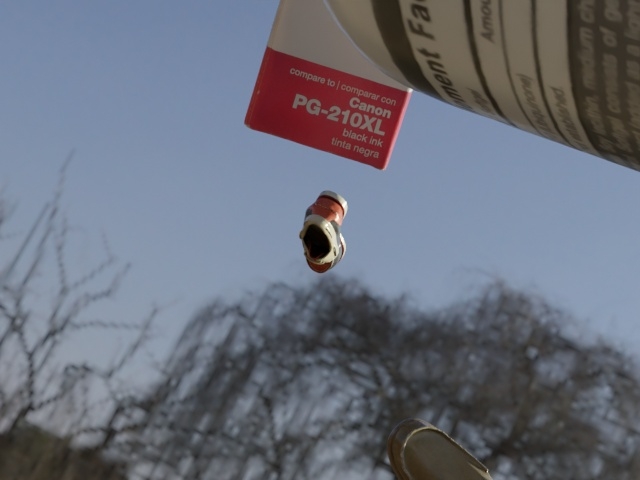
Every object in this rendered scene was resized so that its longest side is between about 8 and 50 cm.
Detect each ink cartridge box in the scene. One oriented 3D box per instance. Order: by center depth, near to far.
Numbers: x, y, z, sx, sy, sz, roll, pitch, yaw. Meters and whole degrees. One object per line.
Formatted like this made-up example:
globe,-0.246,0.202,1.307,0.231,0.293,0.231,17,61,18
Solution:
ink cartridge box,0.037,-0.186,0.974,0.100,0.237,0.172,18,16,-1

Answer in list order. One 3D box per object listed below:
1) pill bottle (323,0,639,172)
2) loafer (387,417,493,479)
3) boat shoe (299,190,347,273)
pill bottle,0.124,-0.122,0.446,0.363,0.210,0.210,24,-15,29
loafer,0.112,0.195,1.144,0.148,0.056,0.050,46,-21,-10
boat shoe,0.000,0.000,1.547,0.049,0.043,0.137,24,-29,7
